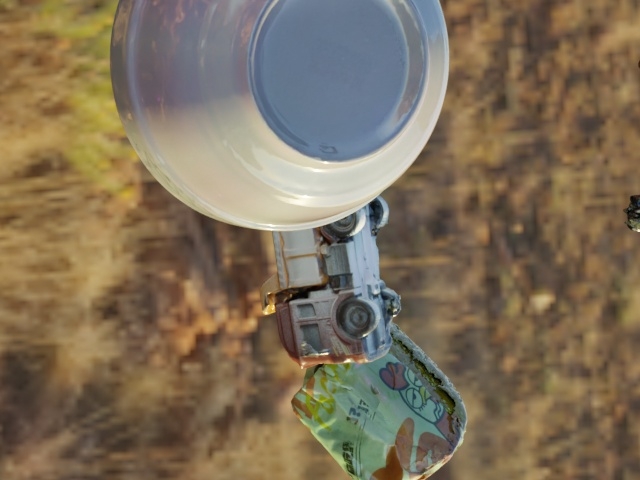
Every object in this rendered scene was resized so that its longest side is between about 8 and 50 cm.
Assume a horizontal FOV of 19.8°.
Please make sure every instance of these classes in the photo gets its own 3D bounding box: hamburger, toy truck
[{"bbox_3d":[0.080,0.180,2.131,0.235,0.125,0.214,-28,87,-50],"label":"hamburger"},{"bbox_3d":[0.000,0.000,1.981,0.114,0.135,0.270,-14,96,-68],"label":"toy truck"}]

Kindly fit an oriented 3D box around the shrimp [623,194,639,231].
[{"bbox_3d":[0.366,-0.031,1.544,0.152,0.219,0.046,-74,169,-56],"label":"shrimp"}]

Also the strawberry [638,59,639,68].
[{"bbox_3d":[0.417,-0.125,1.709,0.253,0.150,0.280,42,51,-13],"label":"strawberry"}]

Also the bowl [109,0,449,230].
[{"bbox_3d":[-0.013,-0.144,1.472,0.144,0.287,0.287,-162,-118,-64],"label":"bowl"}]
